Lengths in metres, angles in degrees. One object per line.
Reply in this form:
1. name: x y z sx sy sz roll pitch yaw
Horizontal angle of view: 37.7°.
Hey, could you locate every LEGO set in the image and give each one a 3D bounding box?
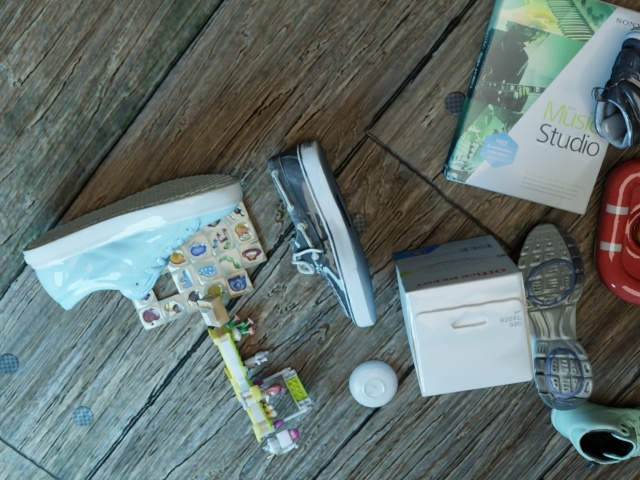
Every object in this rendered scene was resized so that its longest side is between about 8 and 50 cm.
1. LEGO set: -0.098 0.209 1.539 0.107 0.132 0.287 -24 79 -11

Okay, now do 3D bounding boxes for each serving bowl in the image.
1. serving bowl: 0.090 0.246 1.583 0.083 0.027 0.083 0 105 1

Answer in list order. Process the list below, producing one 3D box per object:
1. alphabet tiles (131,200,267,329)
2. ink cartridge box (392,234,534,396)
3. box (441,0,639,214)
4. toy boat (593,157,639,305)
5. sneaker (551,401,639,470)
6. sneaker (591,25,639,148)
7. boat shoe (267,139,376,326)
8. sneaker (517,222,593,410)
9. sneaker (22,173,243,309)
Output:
1. alphabet tiles: -0.218 0.020 1.539 0.237 0.009 0.198 -21 103 5
2. ink cartridge box: 0.214 0.110 1.443 0.171 0.232 0.168 -10 103 3
3. box: 0.346 -0.221 1.446 0.232 0.058 0.321 14 103 -6
4. toy boat: 0.518 -0.008 1.454 0.151 0.151 0.231 5 104 0
5. sneaker: 0.521 0.332 1.538 0.256 0.151 0.094 7 102 -3
6. sneaker: 0.505 -0.182 1.406 0.268 0.101 0.153 41 89 -28
7. boat shoe: -0.001 0.000 1.481 0.105 0.113 0.306 -19 100 12
8. sneaker: 0.365 0.121 1.512 0.111 0.129 0.297 -2 85 3
9. sneaker: -0.273 0.007 1.475 0.366 0.135 0.150 -18 111 14
